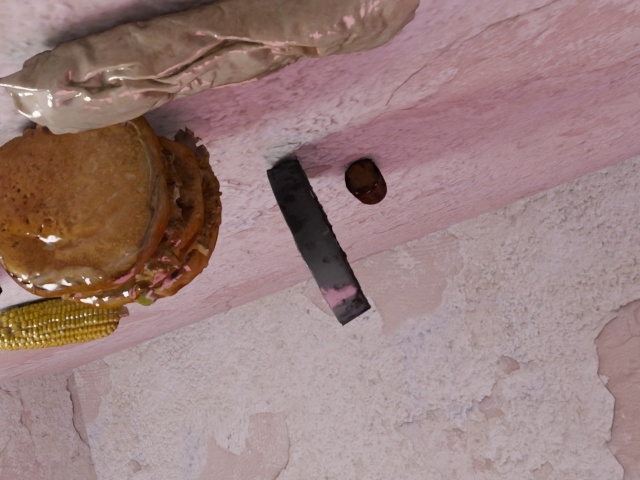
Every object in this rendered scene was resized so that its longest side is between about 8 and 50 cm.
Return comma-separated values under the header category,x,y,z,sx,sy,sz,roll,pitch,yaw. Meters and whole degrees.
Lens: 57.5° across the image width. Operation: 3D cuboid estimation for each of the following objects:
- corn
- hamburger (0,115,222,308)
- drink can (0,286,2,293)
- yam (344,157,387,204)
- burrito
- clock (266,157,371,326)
category,x,y,z,sx,sy,sz,roll,pitch,yaw
corn,-0.668,0.209,1.498,0.347,0.130,0.130,-7,165,-34
hamburger,-0.239,-0.038,0.703,0.260,0.245,0.211,-55,161,-7
drink can,-0.697,0.121,1.092,0.235,0.097,0.097,-26,166,34
yam,0.096,-0.119,1.212,0.079,0.079,0.141,-20,170,12
burrito,-0.095,-0.182,0.567,0.392,0.076,0.117,-17,170,-4
clock,-0.002,0.000,1.038,0.061,0.312,0.312,-27,169,3
